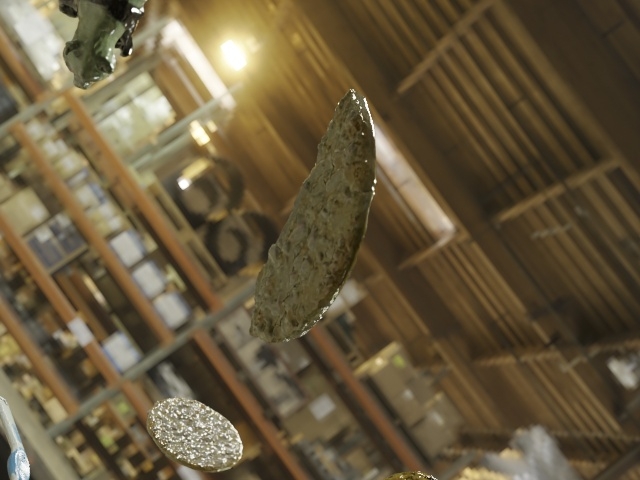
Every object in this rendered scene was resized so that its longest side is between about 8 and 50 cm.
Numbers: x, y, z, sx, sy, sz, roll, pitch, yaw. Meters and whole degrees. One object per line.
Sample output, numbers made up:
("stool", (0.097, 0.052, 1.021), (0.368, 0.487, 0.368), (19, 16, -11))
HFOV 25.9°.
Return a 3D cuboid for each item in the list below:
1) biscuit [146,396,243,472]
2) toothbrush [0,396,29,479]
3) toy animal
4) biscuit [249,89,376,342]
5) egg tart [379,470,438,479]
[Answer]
("biscuit", (-0.181, 0.280, 1.999), (0.152, 0.152, 0.020), (48, -57, 31))
("toothbrush", (-0.430, 0.319, 1.961), (0.040, 0.040, 0.386), (61, -8, -29))
("toy animal", (-0.197, -0.256, 1.387), (0.094, 0.225, 0.121), (32, 0, -14))
("biscuit", (0.002, 0.000, 1.426), (0.038, 0.290, 0.141), (14, 24, -28))
("egg tart", (0.114, 0.325, 1.715), (0.130, 0.130, 0.052), (61, 28, -31))
